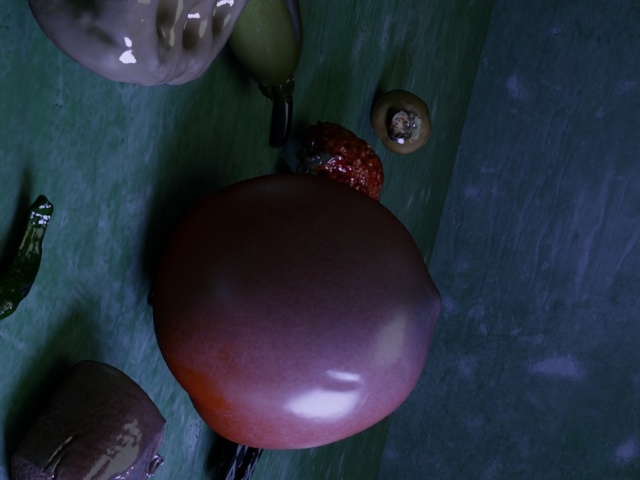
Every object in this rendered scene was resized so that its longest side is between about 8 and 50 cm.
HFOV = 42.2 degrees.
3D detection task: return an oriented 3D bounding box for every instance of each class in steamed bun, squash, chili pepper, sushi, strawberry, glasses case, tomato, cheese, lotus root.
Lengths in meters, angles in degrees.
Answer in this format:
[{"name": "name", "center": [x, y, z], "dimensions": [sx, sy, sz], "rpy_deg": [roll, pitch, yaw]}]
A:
[{"name": "steamed bun", "center": [-0.214, 0.213, 0.790], "dimensions": [0.175, 0.106, 0.144], "rpy_deg": [91, 21, -49]}, {"name": "squash", "center": [-0.067, -0.251, 0.883], "dimensions": [0.341, 0.095, 0.094], "rpy_deg": [63, 45, -65]}, {"name": "chili pepper", "center": [-0.238, 0.024, 0.652], "dimensions": [0.118, 0.035, 0.055], "rpy_deg": [-63, 178, -24]}, {"name": "sushi", "center": [-0.133, 0.324, 1.296], "dimensions": [0.215, 0.051, 0.192], "rpy_deg": [-64, 166, -50]}, {"name": "strawberry", "center": [0.046, -0.094, 1.282], "dimensions": [0.236, 0.107, 0.175], "rpy_deg": [25, 48, -71]}, {"name": "glasses case", "center": [-0.050, -0.168, 1.143], "dimensions": [0.033, 0.023, 0.083], "rpy_deg": [-44, 148, -57]}, {"name": "tomato", "center": [-0.022, 0.081, 0.943], "dimensions": [0.321, 0.322, 0.321], "rpy_deg": [16, 90, -75]}, {"name": "cheese", "center": [-0.132, -0.218, 0.626], "dimensions": [0.235, 0.117, 0.218], "rpy_deg": [89, 23, -50]}, {"name": "lotus root", "center": [0.159, -0.233, 1.634], "dimensions": [0.118, 0.125, 0.221], "rpy_deg": [-51, 175, 13]}]
